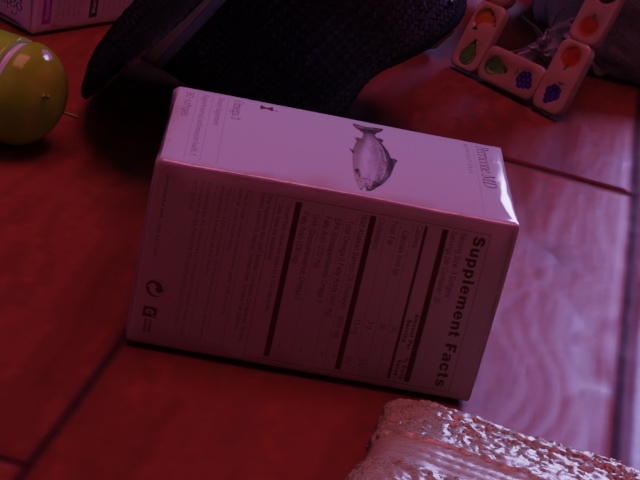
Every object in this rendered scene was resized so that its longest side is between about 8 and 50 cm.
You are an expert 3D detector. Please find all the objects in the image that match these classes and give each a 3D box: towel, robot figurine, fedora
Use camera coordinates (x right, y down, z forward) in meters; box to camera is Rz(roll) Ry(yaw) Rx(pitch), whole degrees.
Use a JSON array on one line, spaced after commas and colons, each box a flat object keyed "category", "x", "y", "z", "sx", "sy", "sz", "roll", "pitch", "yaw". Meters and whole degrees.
[{"category": "towel", "x": 0.087, "y": 0.117, "z": 0.721, "sx": 0.148, "sy": 0.027, "sz": 0.110, "roll": 17, "pitch": 25, "yaw": 10}, {"category": "robot figurine", "x": -0.205, "y": -0.097, "z": 0.987, "sx": 0.115, "sy": 0.067, "sz": 0.101, "roll": 19, "pitch": -4, "yaw": 17}, {"category": "fedora", "x": -0.006, "y": -0.159, "z": 1.062, "sx": 0.152, "sy": 0.334, "sz": 0.334, "roll": 46, "pitch": 25, "yaw": -7}]

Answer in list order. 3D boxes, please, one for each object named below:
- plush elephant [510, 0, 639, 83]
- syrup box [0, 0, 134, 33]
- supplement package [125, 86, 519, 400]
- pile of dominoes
[{"category": "plush elephant", "x": 0.278, "y": -0.277, "z": 1.357, "sx": 0.272, "sy": 0.255, "sz": 0.330, "roll": 25, "pitch": 28, "yaw": 25}, {"category": "syrup box", "x": -0.162, "y": -0.233, "z": 1.256, "sx": 0.093, "sy": 0.096, "sz": 0.237, "roll": 29, "pitch": 29, "yaw": 32}, {"category": "supplement package", "x": 0.000, "y": 0.000, "z": 0.833, "sx": 0.179, "sy": 0.105, "sz": 0.105, "roll": 10, "pitch": 25, "yaw": -5}, {"category": "pile of dominoes", "x": 0.164, "y": -0.246, "z": 1.261, "sx": 0.196, "sy": 0.251, "sz": 0.040, "roll": 30, "pitch": 5, "yaw": 37}]
